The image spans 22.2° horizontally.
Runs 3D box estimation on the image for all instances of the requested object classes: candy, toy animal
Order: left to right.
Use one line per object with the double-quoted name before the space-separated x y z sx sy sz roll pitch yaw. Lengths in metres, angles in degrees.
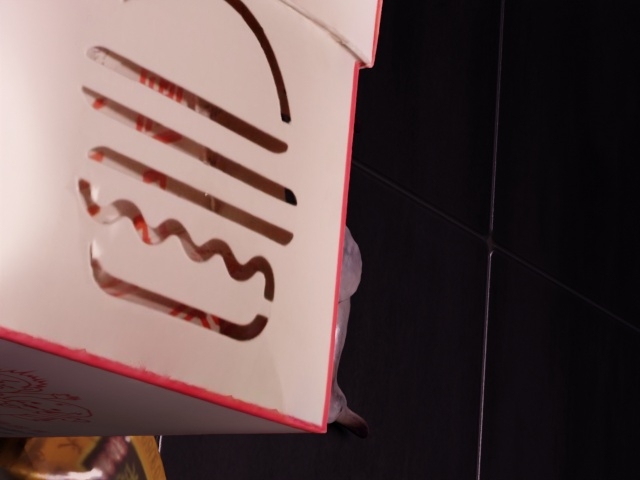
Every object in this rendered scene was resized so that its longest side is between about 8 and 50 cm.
"candy" -0.143 0.214 1.094 0.143 0.101 0.271 -60 139 -51
"toy animal" -0.008 0.014 1.332 0.195 0.090 0.324 -6 89 -63

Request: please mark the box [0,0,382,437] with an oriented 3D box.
"box" -0.182 -0.062 0.883 0.314 0.312 0.300 25 66 -51
